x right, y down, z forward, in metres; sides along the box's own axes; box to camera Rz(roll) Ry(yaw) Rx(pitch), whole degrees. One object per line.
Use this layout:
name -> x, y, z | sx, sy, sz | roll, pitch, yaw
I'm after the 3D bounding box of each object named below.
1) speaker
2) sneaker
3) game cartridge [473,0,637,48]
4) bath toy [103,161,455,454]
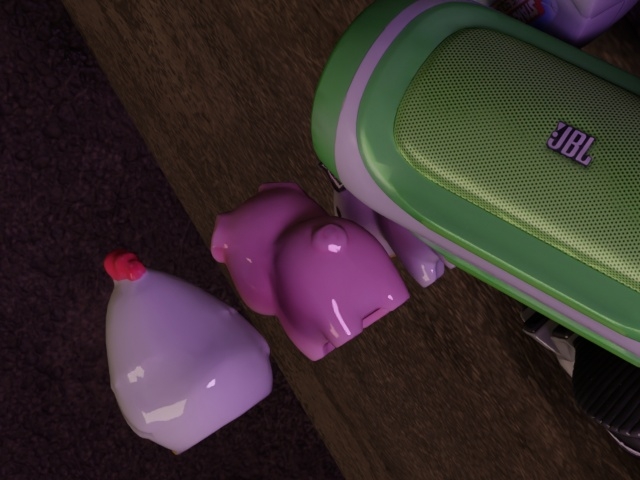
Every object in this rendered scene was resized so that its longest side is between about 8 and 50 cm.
speaker -> 0.140, -0.024, 0.991 | 0.296, 0.131, 0.131 | 30, 157, 28
sneaker -> 0.222, 0.085, 1.153 | 0.146, 0.122, 0.330 | 48, -175, -8
game cartridge -> 0.089, -0.189, 1.076 | 0.198, 0.062, 0.297 | 59, 169, 0
bath toy -> 0.000, 0.000, 1.235 | 0.129, 0.348, 0.151 | 56, 154, 1
